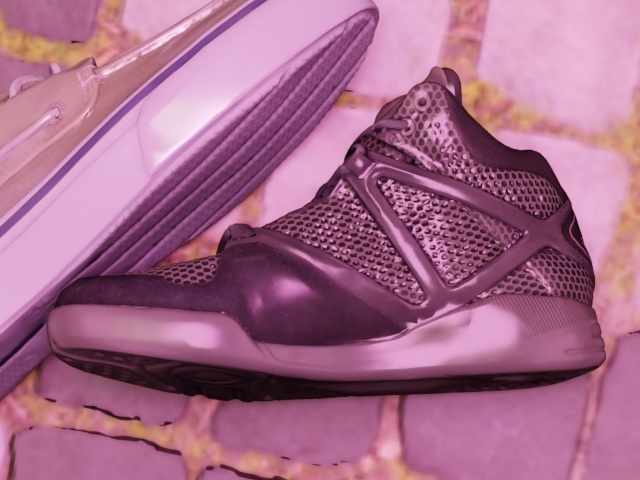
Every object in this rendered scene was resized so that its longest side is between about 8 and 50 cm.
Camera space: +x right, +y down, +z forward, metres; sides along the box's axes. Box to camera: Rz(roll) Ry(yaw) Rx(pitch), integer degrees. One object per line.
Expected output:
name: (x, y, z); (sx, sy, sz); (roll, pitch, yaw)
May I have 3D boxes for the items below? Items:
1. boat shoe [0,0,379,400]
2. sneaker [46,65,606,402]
boat shoe: (-0.111, -0.026, 0.704); (0.302, 0.109, 0.094); (-40, 77, 2)
sneaker: (0.000, 0.000, 0.689); (0.227, 0.087, 0.130); (-3, 76, -6)
